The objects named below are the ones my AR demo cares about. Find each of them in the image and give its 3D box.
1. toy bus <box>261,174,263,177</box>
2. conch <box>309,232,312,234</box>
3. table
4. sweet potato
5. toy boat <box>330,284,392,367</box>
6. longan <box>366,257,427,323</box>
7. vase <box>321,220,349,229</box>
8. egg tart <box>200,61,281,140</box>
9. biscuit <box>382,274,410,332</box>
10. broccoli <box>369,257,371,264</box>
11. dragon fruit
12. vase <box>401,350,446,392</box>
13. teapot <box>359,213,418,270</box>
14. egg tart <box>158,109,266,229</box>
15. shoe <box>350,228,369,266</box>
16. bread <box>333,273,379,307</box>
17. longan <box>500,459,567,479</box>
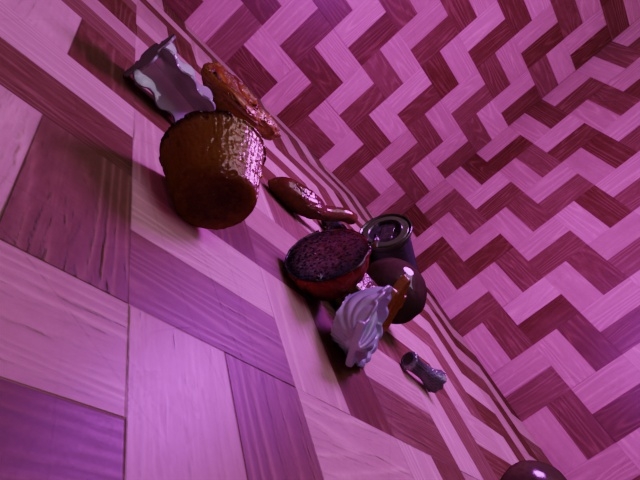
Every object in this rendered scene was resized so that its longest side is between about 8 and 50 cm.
[{"bbox_3d":[-0.224,-0.231,1.511,0.058,0.052,0.102,40,17,-47],"label":"toy bus"},{"bbox_3d":[0.004,-0.002,1.633,0.085,0.056,0.076,59,2,35],"label":"conch"},{"bbox_3d":[-0.380,-0.403,1.248,0.198,0.166,0.166,50,9,-36],"label":"table"},{"bbox_3d":[-0.024,-0.124,1.699,0.385,0.109,0.109,25,23,-29],"label":"sweet potato"},{"bbox_3d":[0.096,0.196,1.121,0.100,0.199,0.290,14,8,15],"label":"toy boat"},{"bbox_3d":[0.243,0.168,1.600,0.248,0.248,0.248,47,12,-13],"label":"longan"},{"bbox_3d":[0.062,-0.042,1.866,0.115,0.115,0.237,43,10,-28],"label":"vase"},{"bbox_3d":[-0.321,-0.507,1.768,0.339,0.153,0.351,52,12,16],"label":"egg tart"},{"bbox_3d":[0.181,0.205,1.376,0.041,0.212,0.238,35,31,24],"label":"biscuit"},{"bbox_3d":[0.224,0.052,2.204,0.204,0.118,0.122,29,29,-18],"label":"broccoli"},{"bbox_3d":[0.032,0.081,1.202,0.218,0.224,0.148,16,-45,40],"label":"dragon fruit"},{"bbox_3d":[0.312,0.399,1.463,0.148,0.081,0.081,41,14,-24],"label":"vase"},{"bbox_3d":[0.262,0.085,1.880,0.200,0.270,0.337,-67,146,-43],"label":"teapot"},{"bbox_3d":[-0.204,-0.131,0.924,0.215,0.215,0.171,38,27,-44],"label":"egg tart"},{"bbox_3d":[0.118,0.070,1.739,0.275,0.098,0.103,64,5,-45],"label":"shoe"},{"bbox_3d":[0.061,0.109,1.369,0.234,0.110,0.184,51,15,15],"label":"bread"},{"bbox_3d":[0.567,0.680,1.243,0.196,0.196,0.220,52,20,10],"label":"longan"}]
